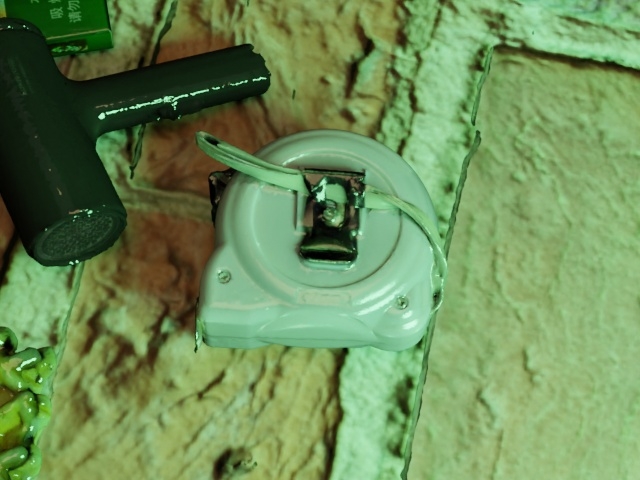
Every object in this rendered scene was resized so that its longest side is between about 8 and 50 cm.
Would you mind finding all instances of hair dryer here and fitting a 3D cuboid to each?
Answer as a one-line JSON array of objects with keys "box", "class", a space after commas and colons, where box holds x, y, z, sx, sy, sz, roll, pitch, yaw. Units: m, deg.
[{"box": [-0.156, -0.107, 1.187, 0.251, 0.089, 0.197, -20, 67, -17], "class": "hair dryer"}]

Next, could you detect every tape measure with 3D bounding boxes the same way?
[{"box": [-0.003, -0.003, 1.128, 0.196, 0.105, 0.178, -4, 65, -2], "class": "tape measure"}]

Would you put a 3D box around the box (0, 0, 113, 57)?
[{"box": [-0.303, -0.206, 1.248, 0.235, 0.034, 0.132, -10, 66, -6], "class": "box"}]

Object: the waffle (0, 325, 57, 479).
[{"box": [-0.300, 0.149, 1.077, 0.204, 0.054, 0.223, 9, 66, 13], "class": "waffle"}]
